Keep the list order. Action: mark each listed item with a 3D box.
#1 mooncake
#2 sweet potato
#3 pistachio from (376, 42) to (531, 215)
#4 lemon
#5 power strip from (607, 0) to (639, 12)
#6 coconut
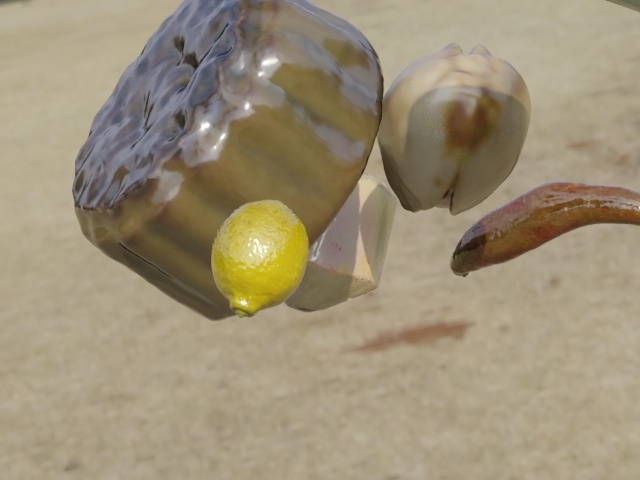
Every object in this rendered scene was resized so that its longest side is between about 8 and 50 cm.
[{"bbox_3d":[-0.082,-0.089,1.426,0.290,0.161,0.290,-43,28,29],"label":"mooncake"},{"bbox_3d":[0.231,-0.018,1.696,0.255,0.078,0.058,-16,11,31],"label":"sweet potato"},{"bbox_3d":[0.115,-0.093,1.467,0.144,0.144,0.215,-14,-22,-9],"label":"pistachio"},{"bbox_3d":[-0.038,0.011,1.033,0.062,0.062,0.083,-6,55,41],"label":"lemon"},{"bbox_3d":[0.202,-0.203,1.038,0.270,0.118,0.046,13,-19,-28],"label":"power strip"},{"bbox_3d":[0.000,0.000,1.716,0.147,0.153,0.147,17,-4,1],"label":"coconut"}]
